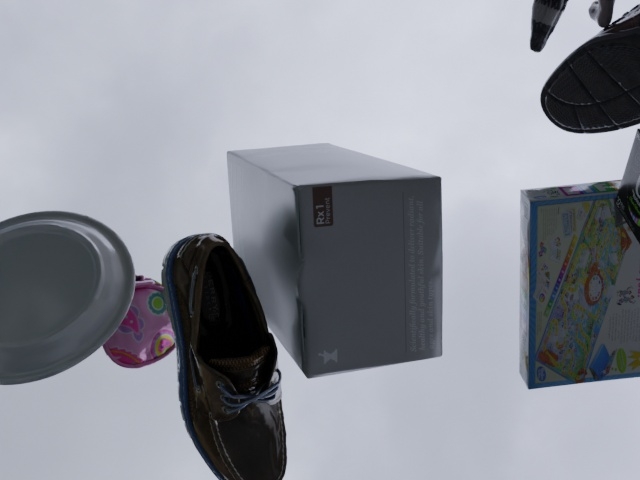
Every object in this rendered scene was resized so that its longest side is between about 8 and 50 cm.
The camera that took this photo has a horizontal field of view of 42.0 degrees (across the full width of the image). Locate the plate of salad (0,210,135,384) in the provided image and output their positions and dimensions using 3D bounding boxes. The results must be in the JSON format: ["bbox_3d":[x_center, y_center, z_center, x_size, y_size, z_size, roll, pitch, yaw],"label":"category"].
[{"bbox_3d":[-0.276,0.054,0.800,0.200,0.048,0.200,-1,-129,1],"label":"plate of salad"}]

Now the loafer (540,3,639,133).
[{"bbox_3d":[0.362,-0.207,0.859,0.109,0.095,0.302,48,-37,-6],"label":"loafer"}]

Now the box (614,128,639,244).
[{"bbox_3d":[0.222,-0.021,0.500,0.052,0.083,0.062,-4,-49,-5],"label":"box"}]

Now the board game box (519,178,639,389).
[{"bbox_3d":[0.201,0.033,0.615,0.103,0.026,0.154,-5,-68,-1],"label":"board game box"}]

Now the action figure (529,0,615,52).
[{"bbox_3d":[0.312,-0.336,0.777,0.341,0.178,0.330,22,-41,-4],"label":"action figure"}]

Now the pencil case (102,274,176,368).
[{"bbox_3d":[-0.282,0.090,1.153,0.284,0.124,0.124,10,-85,61],"label":"pencil case"}]

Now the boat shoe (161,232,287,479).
[{"bbox_3d":[-0.060,0.085,0.546,0.066,0.066,0.183,-11,-82,65],"label":"boat shoe"}]

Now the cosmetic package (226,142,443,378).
[{"bbox_3d":[0.000,0.000,0.617,0.238,0.107,0.127,-146,-128,-67],"label":"cosmetic package"}]
